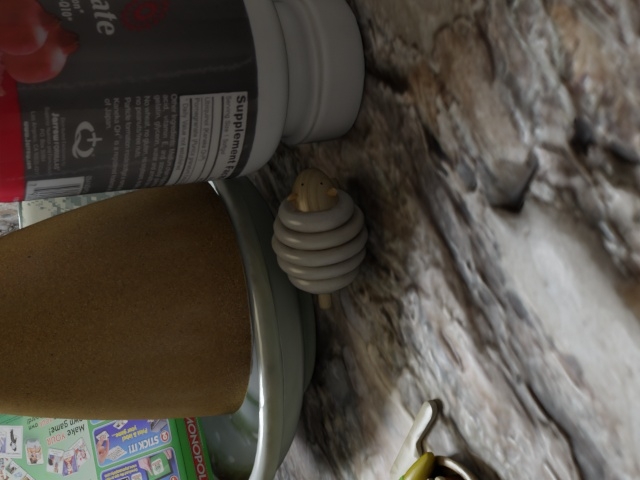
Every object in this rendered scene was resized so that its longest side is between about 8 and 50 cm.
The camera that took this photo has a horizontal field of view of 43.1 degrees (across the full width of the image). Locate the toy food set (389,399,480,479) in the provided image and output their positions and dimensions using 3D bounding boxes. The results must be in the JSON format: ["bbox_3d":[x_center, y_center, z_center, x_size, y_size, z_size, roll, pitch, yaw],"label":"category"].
[{"bbox_3d":[0.095,0.227,0.605,0.192,0.038,0.132,-121,33,-40],"label":"toy food set"}]

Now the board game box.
[{"bbox_3d":[-0.270,0.260,0.947,0.317,0.046,0.214,-24,72,26],"label":"board game box"}]

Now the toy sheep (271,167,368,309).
[{"bbox_3d":[0.000,0.000,0.693,0.091,0.091,0.132,40,147,56],"label":"toy sheep"}]

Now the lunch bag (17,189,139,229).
[{"bbox_3d":[-0.324,-0.105,1.220,0.256,0.212,0.305,-100,15,-58],"label":"lunch bag"}]

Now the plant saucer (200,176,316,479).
[{"bbox_3d":[-0.092,0.081,0.896,0.400,0.100,0.401,30,124,60],"label":"plant saucer"}]

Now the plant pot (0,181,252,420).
[{"bbox_3d":[-0.222,0.070,0.752,0.237,0.254,0.237,31,125,59],"label":"plant pot"}]

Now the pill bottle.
[{"bbox_3d":[-0.133,-0.131,0.652,0.176,0.318,0.176,32,127,59],"label":"pill bottle"}]
